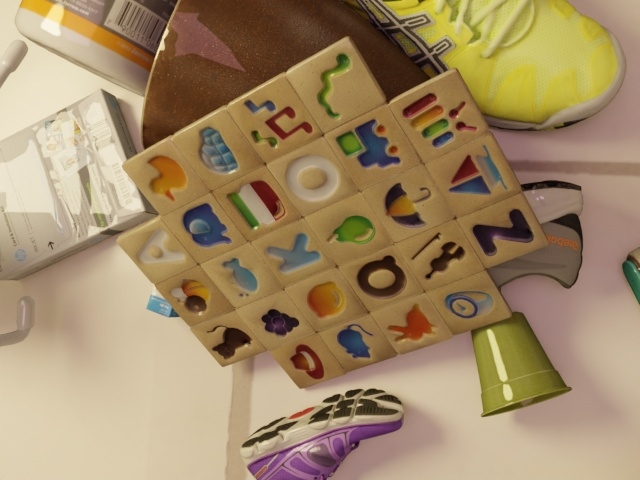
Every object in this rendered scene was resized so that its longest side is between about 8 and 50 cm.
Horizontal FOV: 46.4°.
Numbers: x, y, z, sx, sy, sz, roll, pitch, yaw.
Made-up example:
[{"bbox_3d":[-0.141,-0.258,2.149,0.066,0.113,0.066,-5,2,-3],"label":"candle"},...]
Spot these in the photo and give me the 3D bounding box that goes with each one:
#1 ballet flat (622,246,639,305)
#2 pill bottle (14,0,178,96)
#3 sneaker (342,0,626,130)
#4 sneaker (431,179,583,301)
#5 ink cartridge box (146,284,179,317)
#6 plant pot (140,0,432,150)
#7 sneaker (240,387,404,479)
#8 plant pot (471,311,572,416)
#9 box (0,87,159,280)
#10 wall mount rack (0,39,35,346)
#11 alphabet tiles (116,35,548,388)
[{"bbox_3d":[0.319,0.082,0.653,0.052,0.057,0.168,-18,82,1],"label":"ballet flat"},{"bbox_3d":[-0.169,-0.294,0.735,0.162,0.162,0.279,26,91,13],"label":"pill bottle"},{"bbox_3d":[0.096,-0.227,0.678,0.384,0.147,0.145,33,92,12],"label":"sneaker"},{"bbox_3d":[0.105,0.015,0.685,0.271,0.100,0.108,-9,93,13],"label":"sneaker"},{"bbox_3d":[-0.143,0.035,0.762,0.028,0.048,0.083,19,90,13],"label":"ink cartridge box"},{"bbox_3d":[-0.009,-0.129,0.681,0.230,0.215,0.215,24,91,0],"label":"plant pot"},{"bbox_3d":[0.007,0.195,0.719,0.169,0.068,0.071,-24,96,18],"label":"sneaker"},{"bbox_3d":[0.172,0.109,0.676,0.083,0.083,0.079,-20,70,11],"label":"plant pot"},{"bbox_3d":[-0.284,-0.057,0.806,0.186,0.038,0.145,-24,81,9],"label":"box"},{"bbox_3d":[-0.412,-0.046,0.762,0.349,0.130,0.304,0,95,27],"label":"wall mount rack"},{"bbox_3d":[0.000,0.000,0.643,0.342,0.011,0.285,-24,117,25],"label":"alphabet tiles"}]
